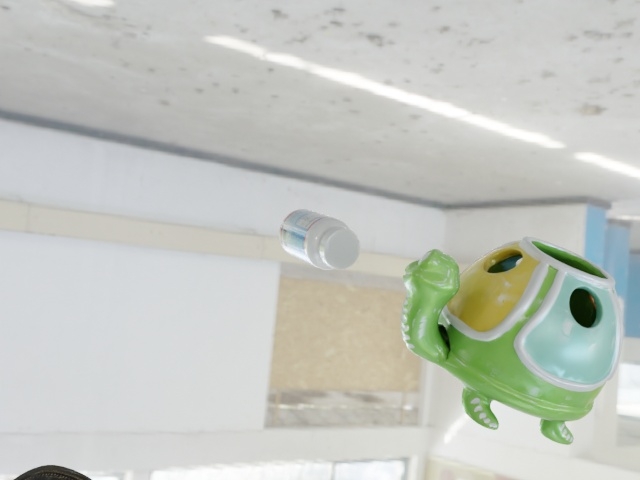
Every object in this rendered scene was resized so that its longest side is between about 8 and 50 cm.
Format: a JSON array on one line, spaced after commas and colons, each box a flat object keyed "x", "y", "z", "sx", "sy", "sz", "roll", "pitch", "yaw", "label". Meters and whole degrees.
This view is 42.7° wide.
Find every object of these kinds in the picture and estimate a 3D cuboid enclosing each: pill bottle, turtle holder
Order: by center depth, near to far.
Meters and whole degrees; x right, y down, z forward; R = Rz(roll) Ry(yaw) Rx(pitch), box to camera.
[{"x": 0.261, "y": 0.108, "z": 1.136, "sx": 0.320, "sy": 0.227, "sz": 0.243, "roll": 26, "pitch": -163, "yaw": 5, "label": "turtle holder"}, {"x": 0.000, "y": 0.000, "z": 1.361, "sx": 0.087, "sy": 0.087, "sz": 0.160, "roll": 8, "pitch": -173, "yaw": -28, "label": "pill bottle"}]

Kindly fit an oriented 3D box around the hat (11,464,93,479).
[{"x": -0.287, "y": 0.407, "z": 0.829, "sx": 0.134, "sy": 0.331, "sz": 0.331, "roll": 10, "pitch": 179, "yaw": 34, "label": "hat"}]
